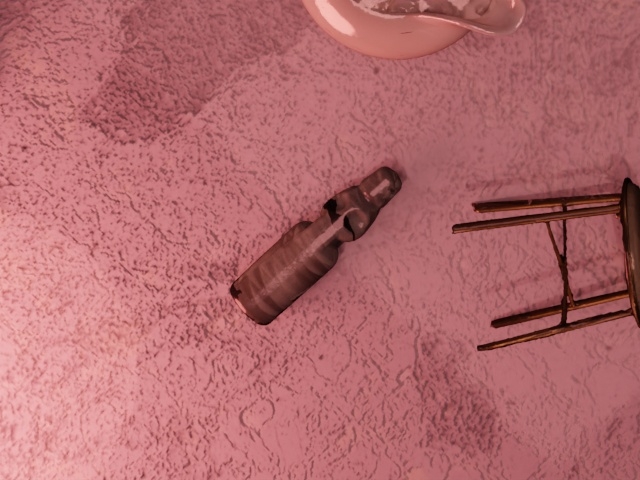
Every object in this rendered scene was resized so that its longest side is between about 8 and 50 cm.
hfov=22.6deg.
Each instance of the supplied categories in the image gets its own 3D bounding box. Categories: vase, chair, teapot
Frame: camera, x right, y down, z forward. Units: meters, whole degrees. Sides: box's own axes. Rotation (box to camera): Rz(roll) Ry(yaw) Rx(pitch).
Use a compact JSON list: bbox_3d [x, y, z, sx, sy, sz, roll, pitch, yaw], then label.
[{"bbox_3d":[0.000,0.000,1.643,0.211,0.060,0.060,-42,93,12],"label":"vase"},{"bbox_3d":[0.305,0.009,1.557,0.325,0.170,0.160,-7,98,15],"label":"chair"},{"bbox_3d":[0.061,-0.279,1.540,0.298,0.139,0.204,22,106,3],"label":"teapot"}]
